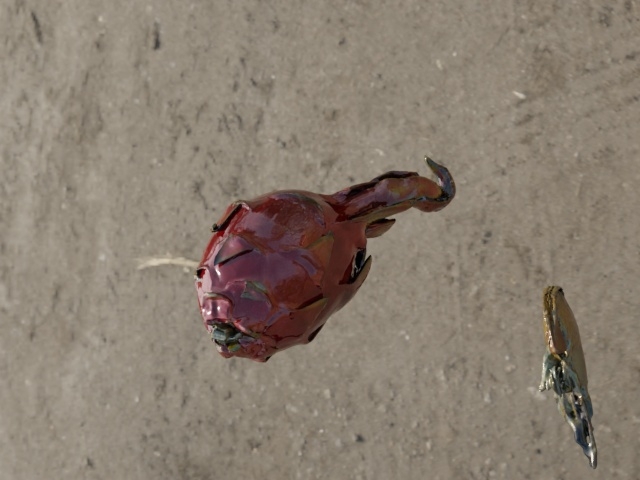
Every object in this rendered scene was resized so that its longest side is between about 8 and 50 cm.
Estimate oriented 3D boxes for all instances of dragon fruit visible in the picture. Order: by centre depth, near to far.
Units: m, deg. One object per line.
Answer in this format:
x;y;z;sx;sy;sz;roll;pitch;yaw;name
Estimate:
0.000;0.000;0.494;0.094;0.190;0.094;41;152;27;dragon fruit

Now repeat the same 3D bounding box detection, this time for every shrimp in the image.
0.339;0.196;1.137;0.066;0.117;0.262;-15;77;34;shrimp
